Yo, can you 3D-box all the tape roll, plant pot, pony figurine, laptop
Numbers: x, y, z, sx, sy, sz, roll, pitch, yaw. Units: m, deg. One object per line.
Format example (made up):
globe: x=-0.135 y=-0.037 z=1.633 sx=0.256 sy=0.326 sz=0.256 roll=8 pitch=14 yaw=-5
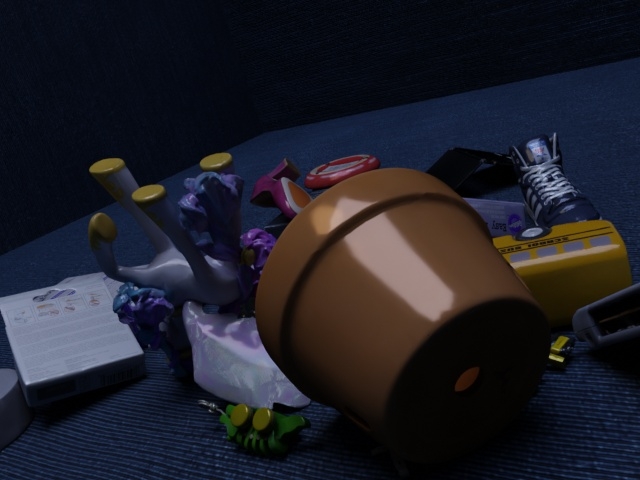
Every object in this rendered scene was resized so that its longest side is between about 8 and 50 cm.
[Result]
tape roll: x=-0.576 y=0.291 z=1.119 sx=0.219 sy=0.072 sz=0.219 roll=-17 pitch=16 yaw=5
plant pot: x=0.067 y=-0.086 z=1.520 sx=0.191 sy=0.174 sz=0.191 roll=-15 pitch=14 yaw=4
plant pot: x=0.100 y=0.093 z=0.751 sx=0.291 sy=0.291 sz=0.203 roll=-22 pitch=35 yaw=-17
pony figurine: x=-0.154 y=0.059 z=1.019 sx=0.351 sy=0.363 sz=0.303 roll=0 pitch=35 yaw=22
laptop: x=0.367 y=-0.139 z=1.665 sx=0.264 sy=0.137 sz=0.234 roll=6 pitch=14 yaw=-10

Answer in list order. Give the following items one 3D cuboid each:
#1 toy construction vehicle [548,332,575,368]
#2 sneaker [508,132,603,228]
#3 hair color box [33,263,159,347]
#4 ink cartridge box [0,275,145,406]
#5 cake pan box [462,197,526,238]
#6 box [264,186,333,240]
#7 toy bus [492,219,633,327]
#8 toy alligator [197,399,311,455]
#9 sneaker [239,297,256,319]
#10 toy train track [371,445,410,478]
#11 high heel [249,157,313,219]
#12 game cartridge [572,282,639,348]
toy construction vehicle: x=0.246 y=0.144 z=0.840 sx=0.086 sy=0.035 sz=0.098 roll=12 pitch=34 yaw=39
sneaker: x=0.408 y=-0.099 z=1.241 sx=0.099 sy=0.153 sz=0.282 roll=-16 pitch=16 yaw=5
hair color box: x=-0.422 y=0.137 z=1.406 sx=0.338 sy=0.110 sz=0.185 roll=-8 pitch=20 yaw=24
ink cartridge box: x=-0.424 y=0.163 z=1.191 sx=0.189 sy=0.066 sz=0.232 roll=-13 pitch=34 yaw=-30
cake pan box: x=0.147 y=-0.013 z=1.128 sx=0.245 sy=0.070 sz=0.267 roll=5 pitch=-12 yaw=-34
box: x=0.000 y=0.000 z=1.340 sx=0.108 sy=0.153 sz=0.207 roll=-9 pitch=19 yaw=25
toy bus: x=0.239 y=0.064 z=0.966 sx=0.332 sy=0.108 sz=0.130 roll=-12 pitch=19 yaw=15
toy alligator: x=-0.090 y=0.231 z=0.862 sx=0.189 sy=0.056 sz=0.051 roll=-3 pitch=62 yaw=39
sneaker: x=-0.062 y=0.099 z=1.233 sx=0.237 sy=0.085 sz=0.086 roll=-10 pitch=-9 yaw=35
toy train track: x=0.080 y=0.227 z=0.760 sx=0.048 sy=0.014 sz=0.083 roll=-18 pitch=17 yaw=-3
high heel: x=-0.083 y=-0.067 z=1.287 sx=0.117 sy=0.082 sz=0.244 roll=-46 pitch=28 yaw=14
game cartridge: x=0.399 y=0.046 z=0.708 sx=0.198 sy=0.062 sz=0.297 roll=-20 pitch=-14 yaw=-7
